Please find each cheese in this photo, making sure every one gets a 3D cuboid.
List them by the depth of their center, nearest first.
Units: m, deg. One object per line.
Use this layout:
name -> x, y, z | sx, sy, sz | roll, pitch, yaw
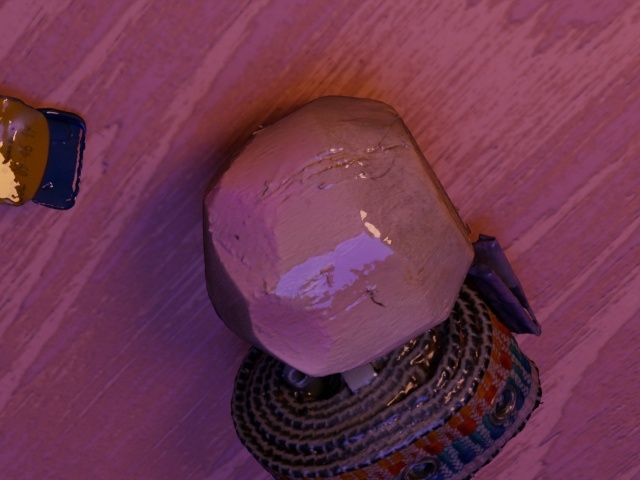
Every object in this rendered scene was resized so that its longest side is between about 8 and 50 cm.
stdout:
cheese -> -0.317, -0.089, 1.109 | 0.270, 0.177, 0.069 | 12, 169, -32

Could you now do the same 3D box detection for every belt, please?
belt -> 0.063, 0.137, 1.290 | 0.295, 0.206, 0.160 | -23, 136, 15

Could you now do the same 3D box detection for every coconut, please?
coconut -> -0.001, -0.002, 1.168 | 0.230, 0.227, 0.227 | -28, 128, 9
